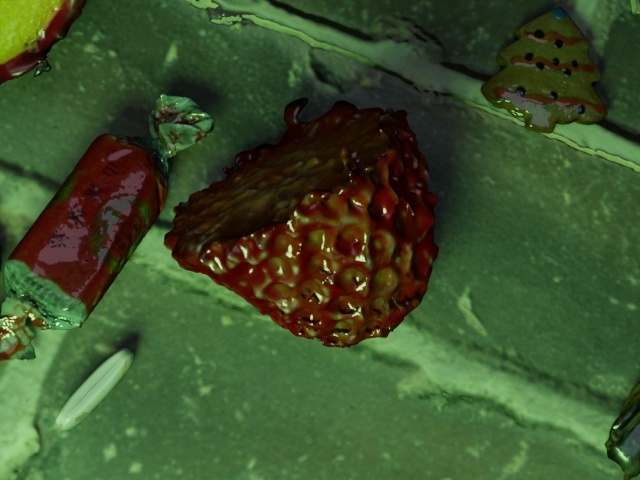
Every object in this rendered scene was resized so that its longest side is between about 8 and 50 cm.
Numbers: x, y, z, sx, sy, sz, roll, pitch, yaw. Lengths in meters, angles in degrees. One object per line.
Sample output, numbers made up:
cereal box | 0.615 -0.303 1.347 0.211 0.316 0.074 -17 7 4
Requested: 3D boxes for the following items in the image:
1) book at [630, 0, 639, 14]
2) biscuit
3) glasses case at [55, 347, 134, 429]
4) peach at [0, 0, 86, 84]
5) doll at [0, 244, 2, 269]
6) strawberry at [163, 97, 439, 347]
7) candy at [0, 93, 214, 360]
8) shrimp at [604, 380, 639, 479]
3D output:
book | 0.391 -0.290 1.117 0.199 0.016 0.138 -4 74 -7
biscuit | 0.213 -0.162 1.059 0.120 0.019 0.129 10 72 -3
glasses case | -0.184 0.121 0.927 0.021 0.032 0.083 41 73 4
peach | -0.280 -0.237 0.943 0.196 0.190 0.226 6 66 -13
doll | -0.338 0.022 0.931 0.139 0.057 0.165 21 64 3
strawberry | 0.000 0.000 0.932 0.234 0.234 0.178 -36 111 -14
candy | -0.192 -0.010 0.952 0.086 0.059 0.292 30 72 5
shrimp | 0.300 0.157 0.929 0.254 0.059 0.145 -43 45 9
